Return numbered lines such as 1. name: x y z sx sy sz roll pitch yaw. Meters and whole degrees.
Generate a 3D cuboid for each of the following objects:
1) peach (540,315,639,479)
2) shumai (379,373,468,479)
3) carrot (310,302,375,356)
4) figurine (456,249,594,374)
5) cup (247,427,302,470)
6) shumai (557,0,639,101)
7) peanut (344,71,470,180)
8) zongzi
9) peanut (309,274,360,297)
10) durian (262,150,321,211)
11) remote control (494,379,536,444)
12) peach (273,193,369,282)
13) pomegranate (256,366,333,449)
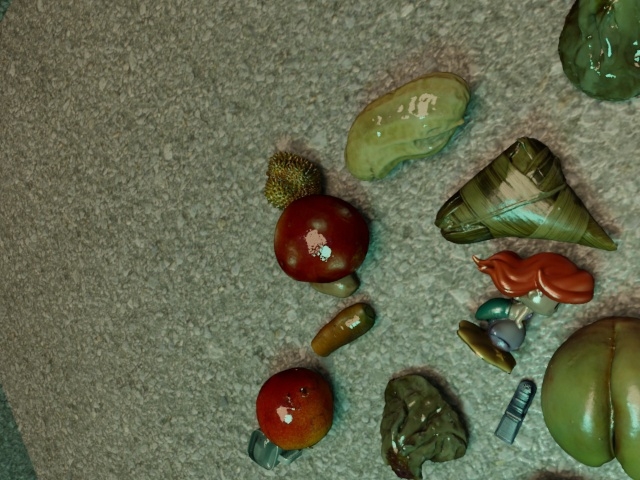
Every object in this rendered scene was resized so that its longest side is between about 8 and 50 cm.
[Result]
1. peach: 0.557 0.286 1.033 0.292 0.248 0.291 -26 54 41
2. shumai: 0.216 0.425 1.287 0.184 0.186 0.217 -27 78 31
3. carrot: 0.054 0.230 1.443 0.193 0.087 0.087 -39 72 26
4. figurine: 0.405 0.120 1.161 0.257 0.181 0.208 -55 36 15
5. cup: -0.113 0.562 1.543 0.128 0.130 0.095 20 104 30
6. shumai: 0.535 -0.397 1.026 0.222 0.204 0.271 -20 86 33
7. peanut: 0.185 -0.263 1.286 0.340 0.174 0.158 -18 48 33
8. zongzi: 0.418 -0.028 1.174 0.286 0.134 0.288 -44 77 33
9. peanut: 0.030 0.106 1.459 0.152 0.076 0.076 9 98 30
10. durian: -0.076 -0.148 1.480 0.168 0.137 0.158 22 102 15
11. remote control: 0.431 0.376 1.242 0.044 0.027 0.152 25 108 25
12. peach: 0.000 0.000 1.380 0.244 0.199 0.243 -12 52 16
13. pomegranate: -0.060 0.444 1.469 0.210 0.210 0.235 6 136 33
